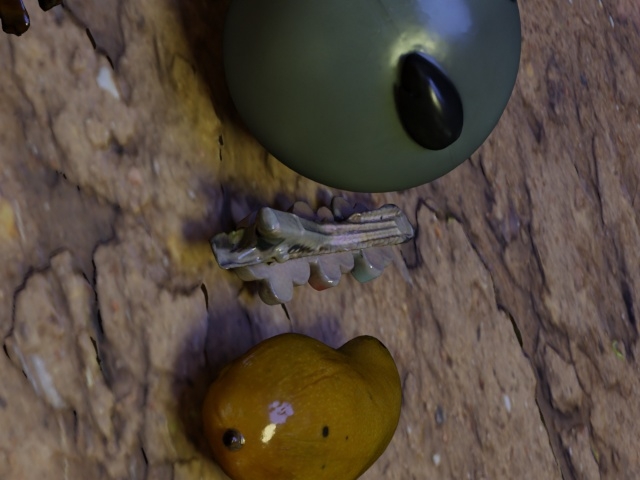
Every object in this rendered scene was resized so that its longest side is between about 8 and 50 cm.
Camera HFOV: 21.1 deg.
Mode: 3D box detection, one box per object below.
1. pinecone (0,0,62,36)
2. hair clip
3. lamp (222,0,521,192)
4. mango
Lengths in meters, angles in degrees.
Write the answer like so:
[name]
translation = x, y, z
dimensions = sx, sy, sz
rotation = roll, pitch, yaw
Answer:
[pinecone]
translation = -0.175, -0.147, 0.718
dimensions = 0.165, 0.163, 0.163
rotation = 18, 64, -40
[hair clip]
translation = -0.006, 0.003, 1.043
dimensions = 0.062, 0.056, 0.214
rotation = 65, 22, 11
[lamp]
translation = 0.014, -0.145, 1.011
dimensions = 0.198, 0.197, 0.244
rotation = -21, 82, -57
[mango]
translation = -0.007, 0.100, 0.982
dimensions = 0.190, 0.075, 0.098
rotation = -3, 87, -64
